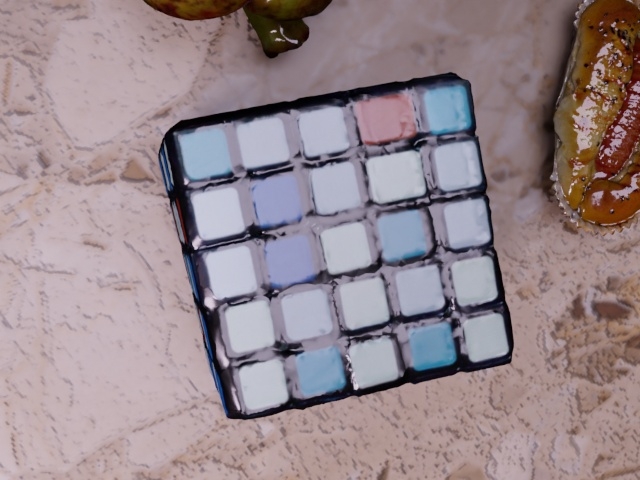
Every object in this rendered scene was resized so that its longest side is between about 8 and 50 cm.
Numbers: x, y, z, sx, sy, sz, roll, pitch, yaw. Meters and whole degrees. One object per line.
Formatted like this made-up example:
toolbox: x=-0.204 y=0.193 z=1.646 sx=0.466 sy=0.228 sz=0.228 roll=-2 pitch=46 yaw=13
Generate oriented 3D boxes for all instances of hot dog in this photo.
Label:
hot dog: x=0.227 y=-0.098 z=0.736 sx=0.099 sy=0.053 sz=0.192 roll=11 pitch=88 yaw=-7

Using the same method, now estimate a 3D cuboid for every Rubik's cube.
Rubik's cube: x=0.000 y=0.000 z=0.633 sx=0.187 sy=0.182 sz=0.184 roll=-11 pitch=95 yaw=-10

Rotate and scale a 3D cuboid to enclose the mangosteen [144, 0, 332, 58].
mangosteen: x=-0.054 y=-0.233 z=0.620 sx=0.211 sy=0.211 sz=0.250 roll=-16 pitch=126 yaw=-9
